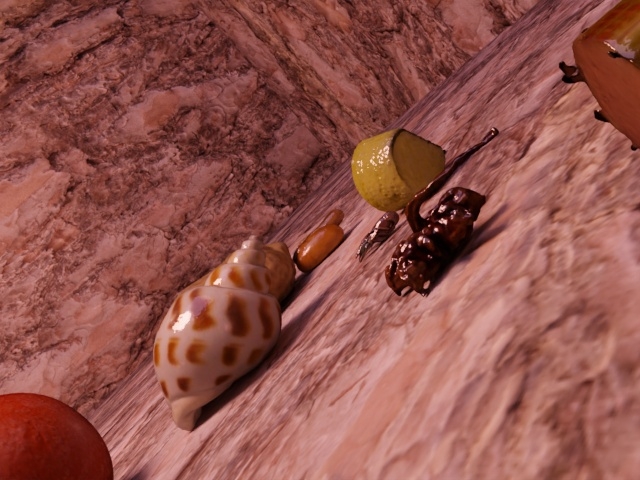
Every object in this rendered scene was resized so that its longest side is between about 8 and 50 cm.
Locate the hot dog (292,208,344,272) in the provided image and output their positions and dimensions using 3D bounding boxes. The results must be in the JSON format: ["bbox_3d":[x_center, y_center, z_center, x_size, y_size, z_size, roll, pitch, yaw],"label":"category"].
[{"bbox_3d":[0.000,0.001,1.200,0.140,0.060,0.090,-38,12,6],"label":"hot dog"}]

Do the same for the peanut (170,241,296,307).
[{"bbox_3d":[-0.146,0.103,1.099,0.325,0.140,0.153,-40,-40,-49],"label":"peanut"}]

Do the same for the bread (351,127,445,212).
[{"bbox_3d":[0.120,-0.107,0.945,0.114,0.129,0.111,-23,57,58],"label":"bread"}]

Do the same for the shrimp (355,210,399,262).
[{"bbox_3d":[0.082,-0.007,0.908,0.092,0.029,0.038,-47,7,2],"label":"shrimp"}]

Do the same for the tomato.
[{"bbox_3d":[-0.412,0.324,0.785,0.265,0.265,0.265,-42,7,6],"label":"tomato"}]

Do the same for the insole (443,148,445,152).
[{"bbox_3d":[0.171,-0.125,1.218,0.086,0.005,0.253,-47,7,-24],"label":"insole"}]

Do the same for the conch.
[{"bbox_3d":[-0.145,0.127,0.870,0.275,0.149,0.182,-47,12,-12],"label":"conch"}]

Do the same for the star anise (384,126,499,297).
[{"bbox_3d":[0.120,-0.024,0.586,0.191,0.070,0.097,-53,-9,25],"label":"star anise"}]

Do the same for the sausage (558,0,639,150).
[{"bbox_3d":[0.295,-0.169,0.336,0.317,0.117,0.125,-40,22,6],"label":"sausage"}]
